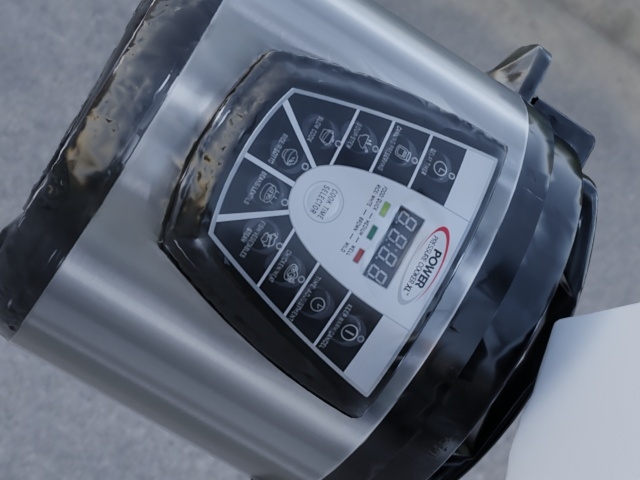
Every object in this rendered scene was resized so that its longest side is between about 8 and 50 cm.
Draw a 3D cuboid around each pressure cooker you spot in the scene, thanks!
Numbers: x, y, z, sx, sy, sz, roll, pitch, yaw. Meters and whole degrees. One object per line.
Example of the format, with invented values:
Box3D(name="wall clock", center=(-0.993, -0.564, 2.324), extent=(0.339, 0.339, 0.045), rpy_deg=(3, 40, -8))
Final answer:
Box3D(name="pressure cooker", center=(0.000, -0.002, 1.030), extent=(0.420, 0.370, 0.376), rpy_deg=(32, 40, -12))

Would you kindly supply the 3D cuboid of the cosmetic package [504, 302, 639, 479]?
Box3D(name="cosmetic package", center=(0.320, 0.270, 0.960), extent=(0.453, 0.161, 0.230), rpy_deg=(48, 46, -26))
